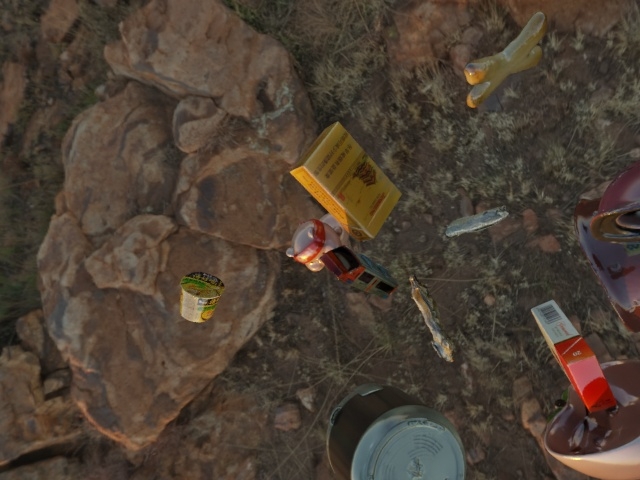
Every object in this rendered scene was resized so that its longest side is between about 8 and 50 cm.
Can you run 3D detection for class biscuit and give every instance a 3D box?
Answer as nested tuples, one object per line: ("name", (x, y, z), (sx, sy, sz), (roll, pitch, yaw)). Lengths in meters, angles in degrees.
("biscuit", (0.441, -0.421, 1.039), (0.207, 0.164, 0.047), (-35, 66, 7))

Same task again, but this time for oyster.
("oyster", (0.420, 0.283, 1.620), (0.078, 0.129, 0.345), (-21, 79, -4))

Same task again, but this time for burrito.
("burrito", (0.566, -0.067, 1.561), (0.225, 0.087, 0.061), (-21, 101, 44))

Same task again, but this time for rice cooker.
("rice cooker", (0.194, 0.575, 1.185), (0.334, 0.325, 0.336), (2, 84, -16))

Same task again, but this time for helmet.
("helmet", (0.645, -0.094, 0.806), (0.253, 0.198, 0.155), (0, 69, 26))
("helmet", (0.865, 0.020, 1.130), (0.230, 0.337, 0.385), (-32, 48, 44))

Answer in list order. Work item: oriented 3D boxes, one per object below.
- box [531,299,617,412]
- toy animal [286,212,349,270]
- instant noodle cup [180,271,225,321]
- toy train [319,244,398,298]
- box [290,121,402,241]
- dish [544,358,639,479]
("box", (0.395, 0.176, 0.687), (0.048, 0.152, 0.100), (-30, 107, 15))
("toy animal", (0.000, 0.000, 1.349), (0.171, 0.197, 0.172), (17, 118, 34))
("instant noodle cup", (-0.411, 0.198, 1.489), (0.151, 0.151, 0.122), (28, 117, 23))
("toy train", (0.125, 0.092, 1.244), (0.089, 0.409, 0.086), (-45, 62, 7))
("box", (0.074, -0.150, 1.153), (0.274, 0.174, 0.076), (44, 155, -19))
("dish", (0.465, 0.288, 0.677), (0.090, 0.213, 0.213), (46, 112, 5))
